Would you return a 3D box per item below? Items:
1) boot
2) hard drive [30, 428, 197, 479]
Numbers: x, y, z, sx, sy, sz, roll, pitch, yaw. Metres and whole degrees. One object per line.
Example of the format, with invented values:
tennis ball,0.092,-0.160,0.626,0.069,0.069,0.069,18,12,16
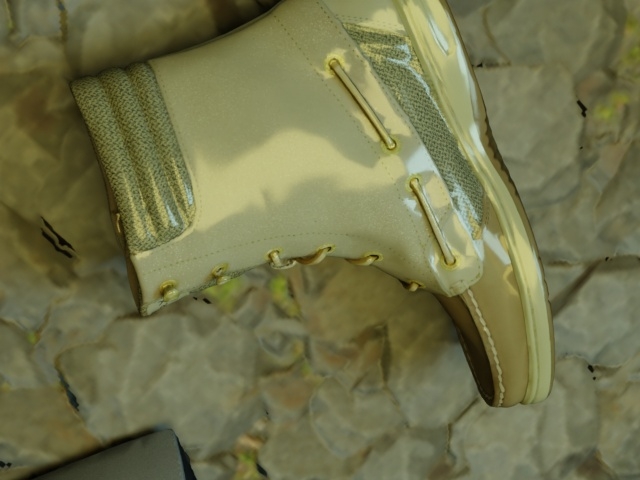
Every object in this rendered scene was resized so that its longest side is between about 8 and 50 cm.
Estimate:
boot,0.000,0.000,0.745,0.165,0.077,0.213,-25,108,-10
hard drive,-0.146,0.208,0.776,0.254,0.054,0.172,-25,113,-9
